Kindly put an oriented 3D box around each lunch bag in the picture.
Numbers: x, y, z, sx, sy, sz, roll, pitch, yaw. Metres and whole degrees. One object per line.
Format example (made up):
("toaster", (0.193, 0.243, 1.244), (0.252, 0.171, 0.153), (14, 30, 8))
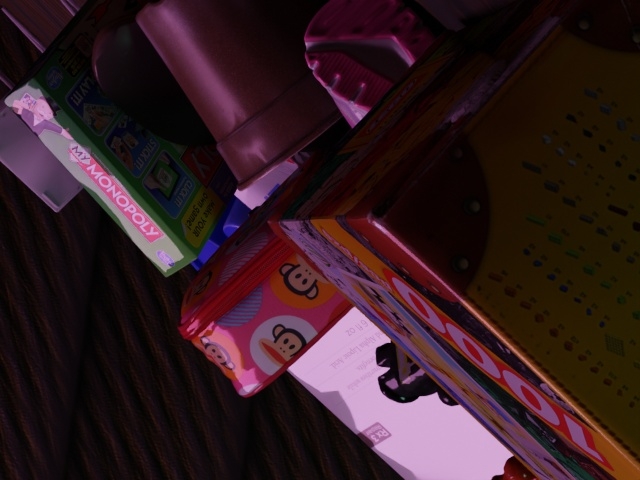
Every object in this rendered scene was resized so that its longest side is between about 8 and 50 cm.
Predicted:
("lunch bag", (0.000, 0.000, 1.532), (0.120, 0.258, 0.293), (45, -162, -9))

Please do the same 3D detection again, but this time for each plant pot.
("plant pot", (-0.050, -0.155, 1.291), (0.165, 0.167, 0.167), (52, 173, -7))

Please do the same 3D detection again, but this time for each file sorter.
("file sorter", (-0.332, -0.223, 2.077), (0.173, 0.278, 0.193), (44, 176, 37))

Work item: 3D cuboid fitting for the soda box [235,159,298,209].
("soda box", (-0.056, -0.097, 1.784), (0.286, 0.098, 0.091), (41, -151, -6))

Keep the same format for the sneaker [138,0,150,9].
("sneaker", (-0.216, -0.306, 1.424), (0.279, 0.118, 0.107), (41, 173, 13))

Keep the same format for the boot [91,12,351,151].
("boot", (-0.102, -0.157, 1.455), (0.305, 0.112, 0.115), (10, -148, -49))

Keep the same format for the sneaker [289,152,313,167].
("sneaker", (-0.033, -0.145, 1.710), (0.178, 0.072, 0.077), (52, -175, -10))

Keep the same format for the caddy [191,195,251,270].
("caddy", (-0.026, 0.003, 2.167), (0.241, 0.179, 0.341), (-6, 136, 50))

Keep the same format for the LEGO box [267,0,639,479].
("LEGO box", (0.232, 0.089, 0.919), (0.500, 0.193, 0.372), (43, 174, -6))

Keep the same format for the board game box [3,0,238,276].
("board game box", (-0.146, -0.139, 1.489), (0.213, 0.046, 0.317), (48, -145, -17))

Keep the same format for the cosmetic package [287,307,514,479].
("cosmetic package", (0.178, 0.162, 1.597), (0.385, 0.156, 0.217), (43, 136, -6))

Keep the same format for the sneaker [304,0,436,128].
("sneaker", (0.097, -0.076, 1.163), (0.252, 0.103, 0.111), (48, 179, 6))

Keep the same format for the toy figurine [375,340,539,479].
("toy figurine", (0.175, 0.086, 1.229), (0.213, 0.209, 0.148), (48, 137, 0))
